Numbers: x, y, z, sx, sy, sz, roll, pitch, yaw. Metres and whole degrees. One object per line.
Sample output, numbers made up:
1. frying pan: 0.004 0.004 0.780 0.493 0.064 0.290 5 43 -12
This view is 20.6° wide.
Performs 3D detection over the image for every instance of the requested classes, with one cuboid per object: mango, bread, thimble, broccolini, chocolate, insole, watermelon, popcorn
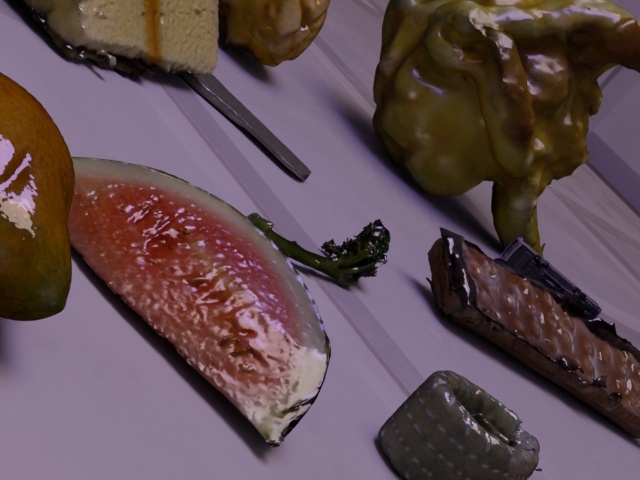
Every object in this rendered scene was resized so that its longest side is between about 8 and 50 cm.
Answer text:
1. mango: -0.170 -0.026 0.858 0.115 0.089 0.165 46 13 -25
2. bread: -0.181 -0.230 1.475 0.178 0.141 0.266 29 7 18
3. thimble: 0.093 0.134 1.140 0.110 0.062 0.084 32 19 -35
4. broccolini: 0.003 0.007 1.364 0.194 0.054 0.052 11 52 -63
5. chocolate: 0.213 0.096 1.640 0.329 0.065 0.102 31 35 -35
6. insole: -0.082 -0.121 1.603 0.192 0.010 0.063 44 14 9
7. watermelon: -0.079 0.025 1.035 0.245 0.063 0.119 47 27 21
8. popcorn: -0.058 -0.258 1.862 0.167 0.152 0.148 -165 -116 -69
9. popcorn: 0.201 -0.173 2.033 0.290 0.321 0.326 34 31 20

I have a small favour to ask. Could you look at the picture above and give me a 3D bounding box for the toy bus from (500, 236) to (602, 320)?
1. toy bus: 0.260 0.047 1.989 0.131 0.037 0.052 39 11 -15
